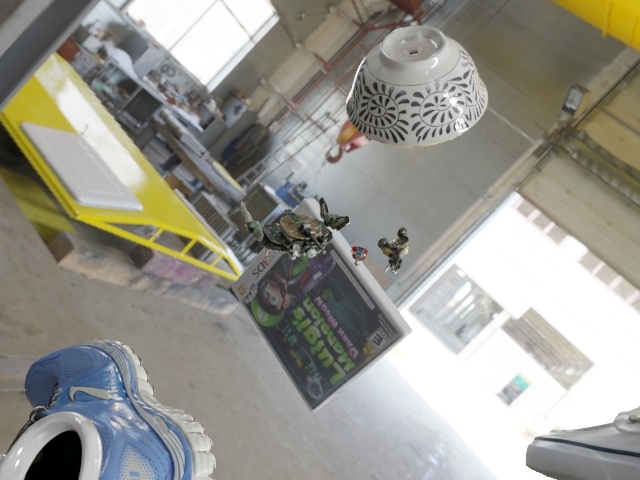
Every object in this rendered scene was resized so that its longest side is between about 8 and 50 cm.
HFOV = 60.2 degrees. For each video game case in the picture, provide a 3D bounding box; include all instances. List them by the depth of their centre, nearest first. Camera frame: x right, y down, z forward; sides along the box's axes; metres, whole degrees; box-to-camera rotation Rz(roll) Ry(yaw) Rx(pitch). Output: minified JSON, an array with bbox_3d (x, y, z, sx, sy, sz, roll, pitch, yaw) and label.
[{"bbox_3d":[-0.009,0.077,0.641,0.022,0.173,0.190,-12,60,-52],"label":"video game case"}]

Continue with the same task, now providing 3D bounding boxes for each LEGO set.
[{"bbox_3d":[0.000,0.001,0.266,0.083,0.023,0.054,25,36,23],"label":"LEGO set"}]

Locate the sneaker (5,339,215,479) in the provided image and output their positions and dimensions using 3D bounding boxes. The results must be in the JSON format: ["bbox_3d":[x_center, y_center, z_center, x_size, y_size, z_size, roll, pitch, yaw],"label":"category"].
[{"bbox_3d":[-0.246,0.186,0.558,0.147,0.129,0.330,8,3,-43],"label":"sneaker"}]

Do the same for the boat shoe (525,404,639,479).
[{"bbox_3d":[0.247,0.140,0.365,0.083,0.075,0.226,34,-27,-29],"label":"boat shoe"}]

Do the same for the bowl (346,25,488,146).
[{"bbox_3d":[0.110,-0.195,0.645,0.170,0.170,0.080,47,-18,35],"label":"bowl"}]

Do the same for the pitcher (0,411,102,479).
[{"bbox_3d":[-0.199,0.226,0.344,0.207,0.178,0.125,47,-9,39],"label":"pitcher"}]
